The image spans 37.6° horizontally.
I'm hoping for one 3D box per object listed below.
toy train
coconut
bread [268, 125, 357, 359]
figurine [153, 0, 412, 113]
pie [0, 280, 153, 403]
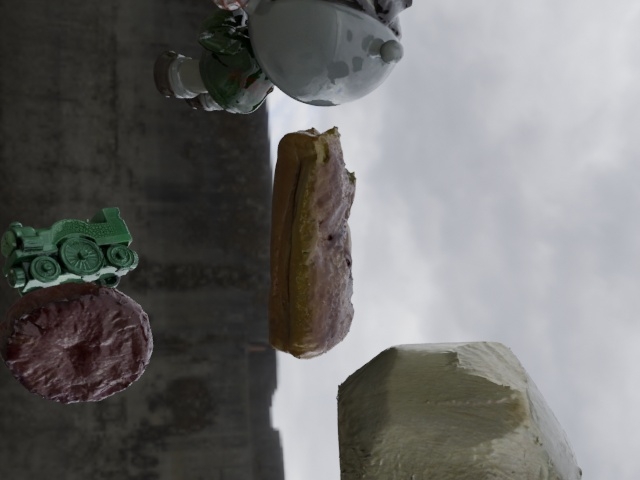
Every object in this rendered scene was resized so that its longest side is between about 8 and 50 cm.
[{"bbox_3d":[-0.318,0.016,1.189,0.071,0.178,0.105,-43,-114,41],"label":"toy train"},{"bbox_3d":[0.142,0.225,0.969,0.245,0.247,0.245,-2,90,-87],"label":"coconut"},{"bbox_3d":[0.000,0.000,1.525,0.109,0.185,0.381,14,-69,30],"label":"bread"},{"bbox_3d":[-0.050,-0.237,1.164,0.369,0.281,0.167,-9,-110,38],"label":"figurine"},{"bbox_3d":[-0.244,0.102,0.944,0.036,0.154,0.155,-115,-150,-54],"label":"pie"}]
